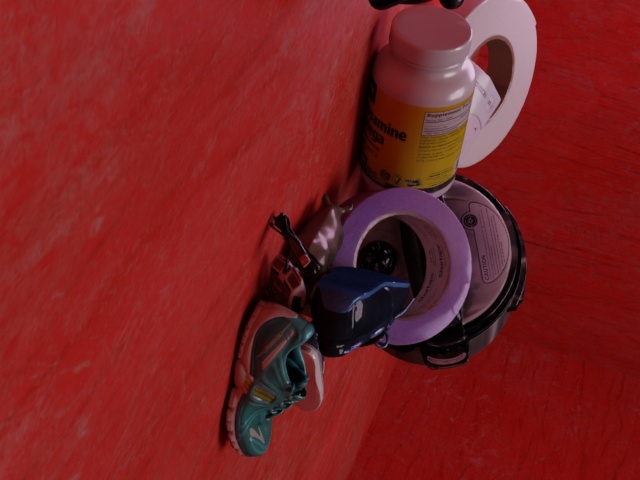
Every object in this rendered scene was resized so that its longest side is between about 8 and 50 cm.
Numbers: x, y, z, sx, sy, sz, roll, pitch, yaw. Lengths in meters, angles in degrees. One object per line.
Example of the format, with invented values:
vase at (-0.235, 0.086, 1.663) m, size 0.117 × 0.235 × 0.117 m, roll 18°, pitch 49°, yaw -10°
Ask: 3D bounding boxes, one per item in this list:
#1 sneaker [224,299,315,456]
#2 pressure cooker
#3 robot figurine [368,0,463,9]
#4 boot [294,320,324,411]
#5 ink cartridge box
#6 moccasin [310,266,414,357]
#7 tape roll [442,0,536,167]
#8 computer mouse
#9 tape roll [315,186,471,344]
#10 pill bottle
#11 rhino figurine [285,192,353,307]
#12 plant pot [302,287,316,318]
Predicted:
sneaker at (-0.074, 0.219, 1.671) m, size 0.107 × 0.110 × 0.275 m, roll -58°, pitch 162°, yaw -56°
pressure cooker at (0.224, 0.060, 2.297) m, size 0.375 × 0.370 × 0.420 m, roll -51°, pitch 165°, yaw -8°
robot figurine at (0.132, -0.436, 1.537) m, size 0.209 × 0.174 × 0.278 m, roll 94°, pitch 17°, yaw -50°
boot at (-0.013, 0.239, 2.136) m, size 0.190 × 0.069 × 0.086 m, roll 93°, pitch 19°, yaw -46°
ink cartridge box at (0.265, -0.278, 2.277) m, size 0.189 × 0.066 × 0.232 m, roll -56°, pitch 148°, yaw -9°
moccasin at (0.048, 0.110, 1.771) m, size 0.342 × 0.138 × 0.116 m, roll -7°, pitch 109°, yaw -68°
tape roll at (0.328, -0.348, 2.418) m, size 0.392 × 0.072 × 0.392 m, roll -29°, pitch 132°, yaw -38°
computer mouse at (-0.044, 0.054, 1.646) m, size 0.042 × 0.106 × 0.193 m, roll -26°, pitch 151°, yaw -29°
tape roll at (0.128, 0.045, 1.994) m, size 0.090 × 0.275 × 0.274 m, roll -2°, pitch -112°, yaw 68°
pill bottle at (0.178, -0.247, 2.048) m, size 0.188 × 0.188 × 0.334 m, roll -63°, pitch 165°, yaw -45°
rhino figurine at (0.000, 0.000, 1.823) m, size 0.243 × 0.073 × 0.106 m, roll -61°, pitch 167°, yaw -55°
plant pot at (0.011, 0.121, 2.054) m, size 0.083 × 0.079 × 0.083 m, roll 16°, pitch 90°, yaw -79°
